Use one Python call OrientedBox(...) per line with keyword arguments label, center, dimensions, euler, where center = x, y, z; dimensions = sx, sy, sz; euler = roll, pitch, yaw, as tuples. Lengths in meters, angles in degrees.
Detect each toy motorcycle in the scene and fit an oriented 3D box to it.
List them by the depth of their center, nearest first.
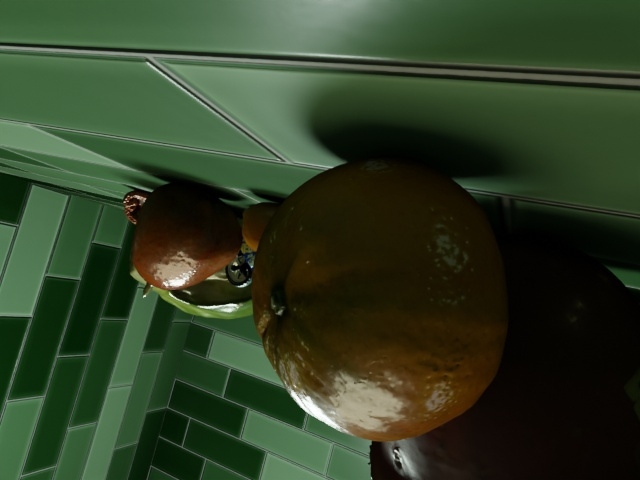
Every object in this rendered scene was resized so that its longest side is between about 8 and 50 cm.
OrientedBox(label="toy motorcycle", center=(-0.078, 0.018, 0.960), dimensions=(0.316, 0.168, 0.113), euler=(-1, 176, 35))

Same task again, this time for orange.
OrientedBox(label="orange", center=(0.035, 0.044, 0.401), dimensions=(0.172, 0.239, 0.240), euler=(-2, -177, -28))

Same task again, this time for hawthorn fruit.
OrientedBox(label="hawthorn fruit", center=(-0.275, 0.013, 0.927), dimensions=(0.200, 0.251, 0.199), euler=(36, -166, -10))

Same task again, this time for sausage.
OrientedBox(label="sausage", center=(0.000, 0.000, 0.794), dimensions=(0.275, 0.105, 0.105), euler=(14, 175, 10))

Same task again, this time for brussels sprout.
OrientedBox(label="brussels sprout", center=(-0.275, 0.053, 1.187), dimensions=(0.372, 0.275, 0.315), euler=(17, 171, -17))

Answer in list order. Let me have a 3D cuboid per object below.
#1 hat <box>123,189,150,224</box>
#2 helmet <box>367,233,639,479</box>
OrientedBox(label="hat", center=(-0.480, -0.097, 1.313), dimensions=(0.112, 0.093, 0.162), euler=(26, -170, -18))
OrientedBox(label="helmet", center=(0.198, 0.118, 0.534), dimensions=(0.338, 0.229, 0.385), euler=(-1, -159, 45))
